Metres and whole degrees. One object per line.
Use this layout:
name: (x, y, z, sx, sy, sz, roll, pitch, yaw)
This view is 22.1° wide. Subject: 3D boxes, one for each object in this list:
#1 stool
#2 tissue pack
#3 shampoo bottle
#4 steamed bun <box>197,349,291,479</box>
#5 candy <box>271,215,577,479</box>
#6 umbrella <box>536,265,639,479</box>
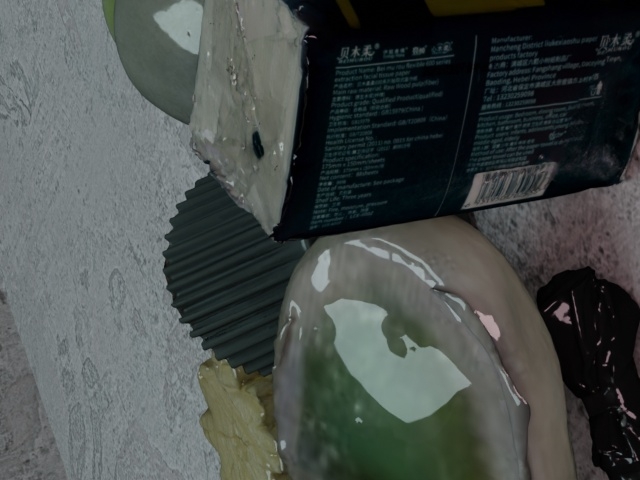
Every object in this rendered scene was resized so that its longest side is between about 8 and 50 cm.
stool: (0.000, 0.000, 2.060, 0.330, 0.297, 0.297, -25, 78, 58)
tissue pack: (0.100, -0.173, 1.621, 0.253, 0.416, 0.264, 49, 142, 45)
shampoo bottle: (-0.100, -0.289, 2.076, 0.317, 0.322, 0.322, 38, 134, 42)
steamed bun: (-0.080, 0.289, 2.499, 0.292, 0.137, 0.295, -13, 96, 63)
candy: (0.115, 0.156, 1.768, 0.386, 0.186, 0.427, 18, 126, 35)
umbrella: (0.321, 0.189, 1.718, 0.340, 0.118, 0.118, 66, 152, 10)
